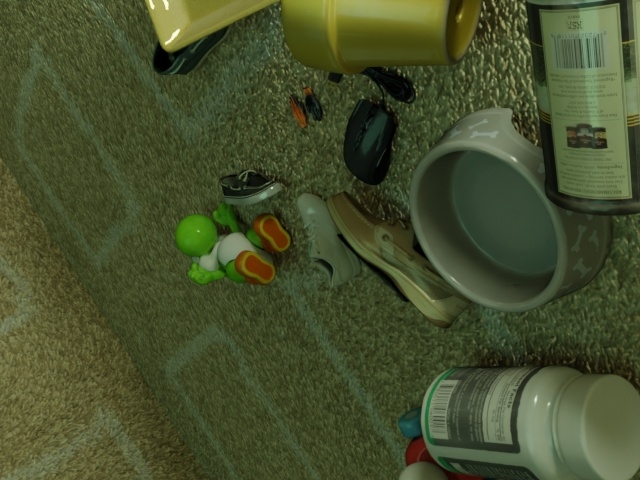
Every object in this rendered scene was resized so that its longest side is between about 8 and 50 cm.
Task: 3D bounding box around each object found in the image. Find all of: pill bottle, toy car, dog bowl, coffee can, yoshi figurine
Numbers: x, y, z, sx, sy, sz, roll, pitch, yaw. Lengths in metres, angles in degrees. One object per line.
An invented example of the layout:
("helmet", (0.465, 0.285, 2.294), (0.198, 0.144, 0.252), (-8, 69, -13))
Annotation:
("pill bottle", (0.365, 0.322, 1.413), (0.361, 0.204, 0.204), (-12, 106, 54))
("toy car", (0.222, 0.507, 1.703), (0.210, 0.238, 0.219), (-19, 100, 55))
("dog bowl", (0.292, -0.037, 1.321), (0.348, 0.102, 0.349), (30, 136, 34))
("coffee can", (0.372, -0.197, 1.009), (0.201, 0.201, 0.276), (14, 125, 46))
("yoshi figurine", (-0.245, 0.010, 1.965), (0.362, 0.203, 0.203), (-3, 97, 55))

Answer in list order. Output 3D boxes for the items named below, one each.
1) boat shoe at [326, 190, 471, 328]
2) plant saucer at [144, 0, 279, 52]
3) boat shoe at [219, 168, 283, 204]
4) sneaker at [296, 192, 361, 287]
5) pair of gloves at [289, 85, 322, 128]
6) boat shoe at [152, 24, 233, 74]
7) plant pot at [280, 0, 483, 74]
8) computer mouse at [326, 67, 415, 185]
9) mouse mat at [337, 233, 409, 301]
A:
("boat shoe", (0.154, 0.013, 1.537), (0.341, 0.121, 0.110), (45, 107, 14))
("plant saucer", (-0.220, -0.562, 1.509), (0.332, 0.081, 0.333), (-12, 102, 38))
("boat shoe", (-0.168, -0.125, 1.844), (0.219, 0.077, 0.070), (-1, 116, 53))
("sneaker", (0.000, 0.000, 1.717), (0.212, 0.094, 0.080), (58, 147, 1))
("pair of gloves", (-0.030, -0.268, 1.622), (0.083, 0.010, 0.074), (-14, 103, 52))
("boat shoe", (-0.275, -0.451, 1.706), (0.116, 0.099, 0.319), (57, 145, 5))
("plant pot", (0.105, -0.362, 1.198), (0.238, 0.254, 0.254), (18, 131, 23))
("computer mouse", (0.063, -0.224, 1.496), (0.184, 0.060, 0.262), (42, 142, 21))
("mouse mat", (0.122, 0.052, 1.579), (0.189, 0.152, 0.007), (44, 106, 18))
